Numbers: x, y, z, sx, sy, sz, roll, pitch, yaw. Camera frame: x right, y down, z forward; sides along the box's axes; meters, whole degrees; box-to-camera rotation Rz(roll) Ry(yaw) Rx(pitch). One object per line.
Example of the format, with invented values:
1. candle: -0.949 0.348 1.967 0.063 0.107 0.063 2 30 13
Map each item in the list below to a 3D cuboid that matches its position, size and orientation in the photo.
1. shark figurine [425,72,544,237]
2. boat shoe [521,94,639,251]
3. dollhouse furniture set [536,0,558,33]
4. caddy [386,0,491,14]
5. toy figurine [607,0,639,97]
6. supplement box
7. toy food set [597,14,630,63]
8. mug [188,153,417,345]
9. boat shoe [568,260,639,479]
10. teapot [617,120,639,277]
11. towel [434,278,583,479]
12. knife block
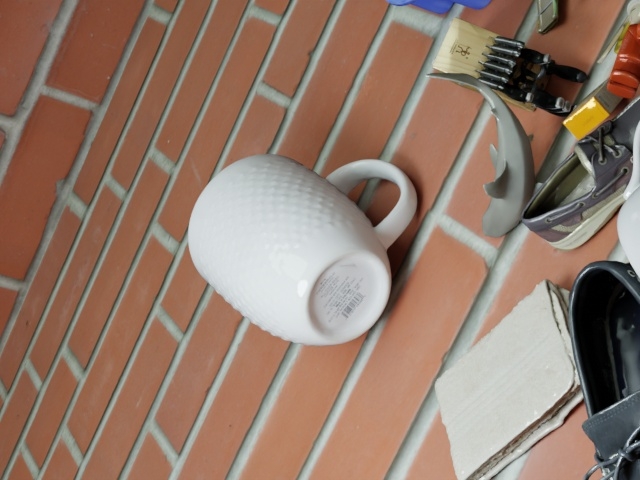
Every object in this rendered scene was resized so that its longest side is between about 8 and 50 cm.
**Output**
1. shark figurine: 0.255 -0.122 1.765 0.166 0.116 0.278 2 115 47
2. boat shoe: 0.386 -0.103 1.662 0.285 0.092 0.103 -51 36 29
3. dollhouse furniture set: 0.390 -0.382 1.879 0.152 0.058 0.076 134 138 -66
4. caddy: 0.215 -0.554 2.099 0.241 0.179 0.341 8 80 59
5. toy figurine: 0.479 -0.213 1.474 0.209 0.213 0.148 -6 52 53
6. supplement box: 0.387 -0.187 1.711 0.062 0.036 0.098 -42 0 37
7. toy food set: 0.465 -0.293 1.647 0.128 0.071 0.218 -56 1 -5
8. mug: 0.000 0.000 2.082 0.374 0.276 0.328 -41 37 -10
9. boat shoe: 0.391 0.236 1.412 0.187 0.156 0.500 -36 46 40
10. teapot: 0.466 -0.006 1.349 0.187 0.256 0.252 -45 31 27
11. towel: 0.271 0.203 1.719 0.282 0.049 0.187 -48 37 34
12. knife block: 0.307 -0.257 1.902 0.088 0.242 0.275 -65 -13 6
